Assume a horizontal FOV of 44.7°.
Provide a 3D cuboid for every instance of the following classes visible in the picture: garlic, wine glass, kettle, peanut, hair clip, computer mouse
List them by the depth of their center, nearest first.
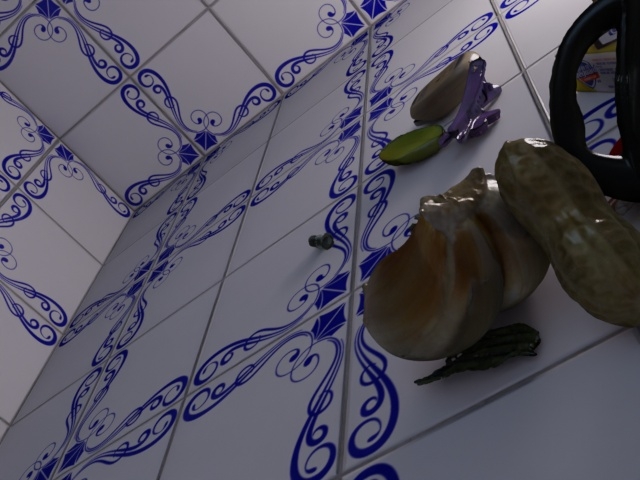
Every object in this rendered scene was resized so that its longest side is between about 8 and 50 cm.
[{"bbox_3d":[0.334,-0.016,1.020,0.120,0.298,0.136,-41,-20,19],"label":"peanut"},{"bbox_3d":[0.470,-0.194,1.038,0.320,0.324,0.228,2,2,16],"label":"kettle"},{"bbox_3d":[0.201,0.048,1.183,0.286,0.249,0.313,-54,-13,-42],"label":"garlic"},{"bbox_3d":[0.358,-0.304,1.806,0.137,0.090,0.278,-6,48,38],"label":"hair clip"},{"bbox_3d":[0.000,0.000,1.908,0.038,0.042,0.083,-19,10,-22],"label":"wine glass"},{"bbox_3d":[0.326,-0.385,1.995,0.236,0.082,0.145,-40,16,41],"label":"computer mouse"}]

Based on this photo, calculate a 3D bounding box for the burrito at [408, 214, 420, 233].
[{"bbox_3d":[0.214,-0.005,1.527,0.058,0.045,0.188,-48,22,7],"label":"burrito"}]

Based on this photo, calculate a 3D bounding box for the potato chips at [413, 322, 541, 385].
[{"bbox_3d":[0.237,0.172,1.169,0.207,0.028,0.092,-26,17,35],"label":"potato chips"}]

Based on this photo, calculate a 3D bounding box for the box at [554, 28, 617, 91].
[{"bbox_3d":[0.595,-0.372,1.477,0.168,0.097,0.265,-45,21,-5],"label":"box"}]

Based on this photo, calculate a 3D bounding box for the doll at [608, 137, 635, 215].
[{"bbox_3d":[0.479,-0.109,1.208,0.217,0.085,0.183,-54,15,24],"label":"doll"}]

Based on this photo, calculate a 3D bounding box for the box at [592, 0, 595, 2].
[{"bbox_3d":[0.711,-0.609,1.830,0.133,0.023,0.090,-46,19,-8],"label":"box"}]

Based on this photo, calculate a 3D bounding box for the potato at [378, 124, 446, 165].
[{"bbox_3d":[0.233,-0.224,1.908,0.197,0.054,0.119,-21,29,36],"label":"potato"}]
